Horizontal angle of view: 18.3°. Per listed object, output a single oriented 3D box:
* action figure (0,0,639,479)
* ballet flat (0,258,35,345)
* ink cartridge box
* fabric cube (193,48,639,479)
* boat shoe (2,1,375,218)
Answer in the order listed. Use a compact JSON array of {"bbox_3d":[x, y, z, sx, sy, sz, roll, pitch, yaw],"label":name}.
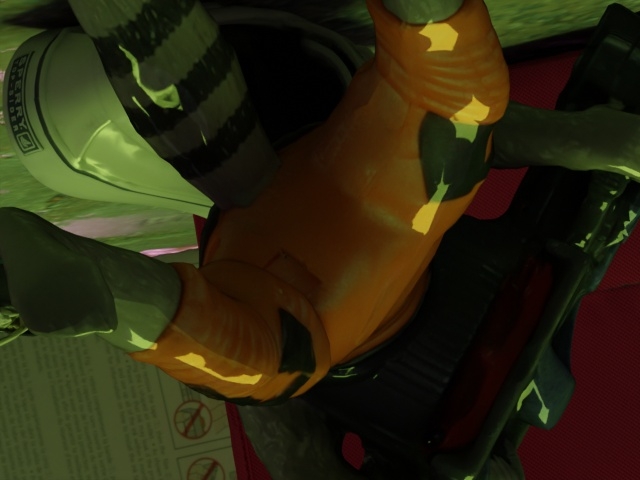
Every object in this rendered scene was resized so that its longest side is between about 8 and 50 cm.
[{"bbox_3d":[0.031,-0.035,0.731,0.178,0.341,0.330,26,165,20],"label":"action figure"},{"bbox_3d":[-0.260,0.050,1.315,0.203,0.074,0.074,-5,171,-42],"label":"ballet flat"},{"bbox_3d":[-0.170,0.175,1.501,0.385,0.308,0.091,-11,173,-18],"label":"ink cartridge box"},{"bbox_3d":[0.089,0.047,1.125,0.258,0.259,0.254,-11,174,9],"label":"fabric cube"},{"bbox_3d":[-0.013,-0.049,0.835,0.084,0.095,0.258,-12,176,37],"label":"boat shoe"}]
